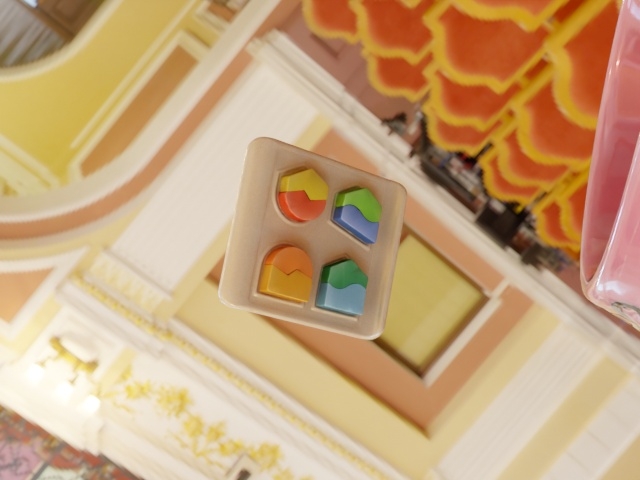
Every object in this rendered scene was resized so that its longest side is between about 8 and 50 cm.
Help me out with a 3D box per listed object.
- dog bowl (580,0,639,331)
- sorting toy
[{"bbox_3d":[0.279,-0.112,0.673,0.151,0.407,0.408,11,178,10],"label":"dog bowl"},{"bbox_3d":[0.000,0.000,1.139,0.208,0.192,0.038,16,169,-28],"label":"sorting toy"}]
